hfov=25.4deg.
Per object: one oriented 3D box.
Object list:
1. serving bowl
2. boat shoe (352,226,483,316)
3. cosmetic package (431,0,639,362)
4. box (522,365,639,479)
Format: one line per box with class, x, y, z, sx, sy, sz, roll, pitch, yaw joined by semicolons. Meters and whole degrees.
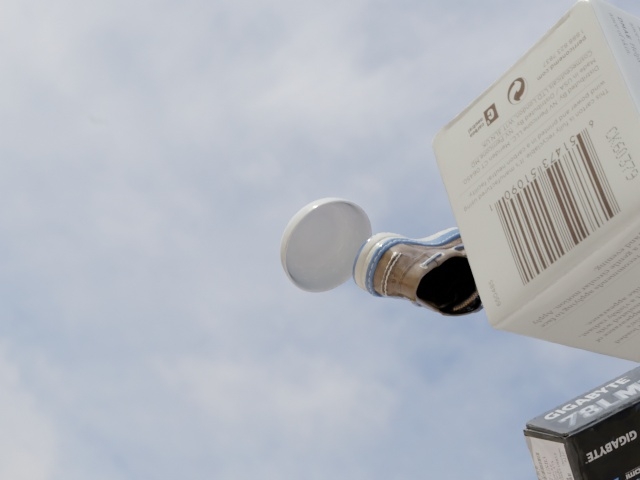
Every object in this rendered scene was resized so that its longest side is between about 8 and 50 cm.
serving bowl;0.000;0.000;1.160;0.027;0.083;0.083;39;-30;47
boat shoe;0.104;0.032;1.145;0.066;0.183;0.066;29;-69;36
cosmetic package;0.198;-0.028;0.893;0.151;0.184;0.151;-42;-132;35
box;0.347;0.241;1.242;0.073;0.295;0.293;6;-64;64
